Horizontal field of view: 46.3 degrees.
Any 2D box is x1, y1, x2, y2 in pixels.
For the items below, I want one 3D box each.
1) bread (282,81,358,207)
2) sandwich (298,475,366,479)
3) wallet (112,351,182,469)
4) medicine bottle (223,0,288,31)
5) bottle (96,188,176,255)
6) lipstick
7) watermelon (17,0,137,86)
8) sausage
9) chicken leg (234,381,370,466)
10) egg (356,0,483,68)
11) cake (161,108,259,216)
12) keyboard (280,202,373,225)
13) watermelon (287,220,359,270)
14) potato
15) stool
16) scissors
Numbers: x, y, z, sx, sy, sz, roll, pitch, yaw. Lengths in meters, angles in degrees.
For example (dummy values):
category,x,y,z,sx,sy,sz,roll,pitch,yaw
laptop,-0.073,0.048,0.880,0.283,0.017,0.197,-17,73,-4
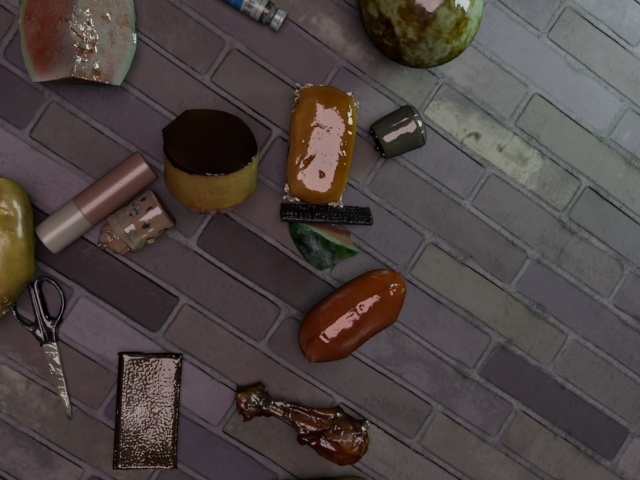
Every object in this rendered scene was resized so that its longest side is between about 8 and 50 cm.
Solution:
category,x,y,z,sx,sy,sz,roll,pitch,yaw
bread,0.000,-0.193,1.534,0.136,0.107,0.241,7,91,-5
sandwich,0.000,0.549,1.574,0.244,0.088,0.090,-1,89,-7
wallet,-0.357,0.351,1.545,0.132,0.039,0.243,2,92,-14
medicine bottle,-0.159,-0.494,1.527,0.191,0.051,0.051,28,89,-8
bottle,-0.374,-0.026,1.498,0.152,0.099,0.099,-36,96,-2
lipstick,-0.447,-0.076,1.496,0.254,0.070,0.070,-38,97,-5
watermelon,-0.462,-0.449,1.423,0.223,0.180,0.306,-1,95,-18
sausage,0.064,0.153,1.545,0.258,0.133,0.133,-35,96,-2
chicken leg,-0.040,0.375,1.570,0.304,0.093,0.113,24,72,0
egg,0.186,-0.479,1.482,0.238,0.238,0.289,-41,79,-4
cake,-0.221,-0.136,1.490,0.185,0.178,0.208,-19,61,-26
keyboard,0.013,-0.057,1.566,0.195,0.060,0.018,2,127,-8
watermelon,-0.007,0.002,1.574,0.155,0.080,0.101,28,124,-10
potato,-0.625,0.029,1.430,0.140,0.172,0.301,15,84,-52
stool,0.161,-0.224,1.560,0.110,0.096,0.096,-25,95,-2
scissors,-0.547,0.223,1.522,0.109,0.022,0.300,-14,95,-3
